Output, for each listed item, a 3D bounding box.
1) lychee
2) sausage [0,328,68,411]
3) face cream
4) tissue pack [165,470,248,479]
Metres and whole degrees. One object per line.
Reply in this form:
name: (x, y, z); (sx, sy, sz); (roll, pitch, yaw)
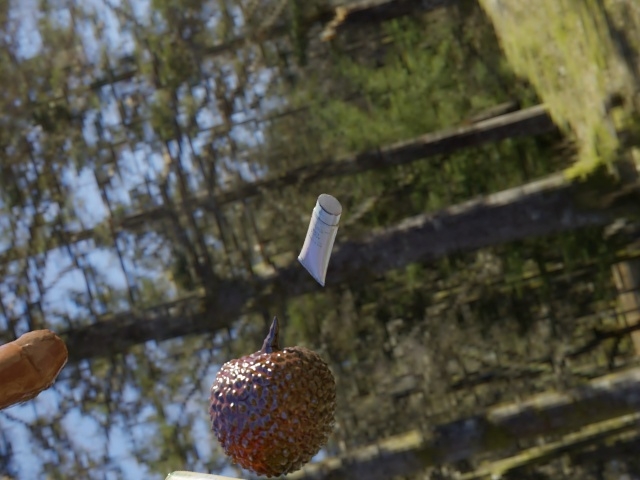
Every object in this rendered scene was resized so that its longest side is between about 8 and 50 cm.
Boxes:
lychee: (-0.059, 0.194, 1.523); (0.165, 0.165, 0.197); (9, -108, -83)
sausage: (-0.351, 0.159, 1.229); (0.304, 0.078, 0.078); (-38, -67, -66)
face cream: (0.000, 0.000, 1.126); (0.038, 0.020, 0.115); (45, 150, 19)
tissue pack: (-0.072, 0.352, 1.470); (0.186, 0.222, 0.090); (41, -117, -33)
